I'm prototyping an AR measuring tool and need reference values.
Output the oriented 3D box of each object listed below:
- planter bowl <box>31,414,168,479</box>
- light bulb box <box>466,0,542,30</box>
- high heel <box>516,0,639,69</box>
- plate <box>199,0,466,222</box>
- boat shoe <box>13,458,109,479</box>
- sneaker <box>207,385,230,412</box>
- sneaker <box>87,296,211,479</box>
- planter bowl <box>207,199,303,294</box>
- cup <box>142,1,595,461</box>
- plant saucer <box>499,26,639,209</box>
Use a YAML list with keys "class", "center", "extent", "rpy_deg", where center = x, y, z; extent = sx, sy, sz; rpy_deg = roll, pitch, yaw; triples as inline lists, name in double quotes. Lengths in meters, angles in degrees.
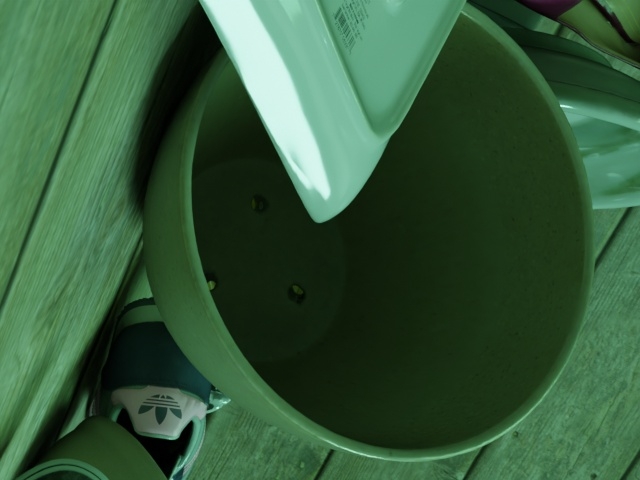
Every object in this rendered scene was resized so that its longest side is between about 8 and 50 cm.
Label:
- class: "planter bowl"
  center: [-0.193, 0.240, 1.103]
  extent: [0.109, 0.162, 0.162]
  rpy_deg: [-29, 158, -33]
- class: "light bulb box"
  center: [0.207, -0.420, 1.466]
  extent: [0.358, 0.225, 0.361]
  rpy_deg: [-63, 177, 7]
- class: "high heel"
  center: [0.277, -0.206, 1.169]
  extent: [0.127, 0.181, 0.377]
  rpy_deg: [-46, 168, 25]
- class: "plate"
  center: [0.034, -0.187, 0.792]
  extent: [0.278, 0.045, 0.277]
  rpy_deg: [-62, 151, -24]
- class: "boat shoe"
  center: [-0.230, 0.289, 0.872]
  extent: [0.335, 0.121, 0.119]
  rpy_deg: [-60, -178, -23]
- class: "sneaker"
  center: [-0.124, 0.099, 1.708]
  extent: [0.118, 0.110, 0.292]
  rpy_deg: [-78, -167, -59]
- class: "sneaker"
  center: [-0.162, 0.185, 1.214]
  extent: [0.319, 0.112, 0.131]
  rpy_deg: [103, -8, -53]
- class: "planter bowl"
  center: [-0.065, -0.005, 1.195]
  extent: [0.217, 0.090, 0.217]
  rpy_deg: [3, 86, -54]
- class: "cup"
  center: [0.000, 0.000, 0.994]
  extent: [0.237, 0.331, 0.331]
  rpy_deg: [-19, -141, 58]
- class: "plant saucer"
  center: [0.167, -0.121, 1.272]
  extent: [0.400, 0.400, 0.101]
  rpy_deg: [108, -10, -80]
